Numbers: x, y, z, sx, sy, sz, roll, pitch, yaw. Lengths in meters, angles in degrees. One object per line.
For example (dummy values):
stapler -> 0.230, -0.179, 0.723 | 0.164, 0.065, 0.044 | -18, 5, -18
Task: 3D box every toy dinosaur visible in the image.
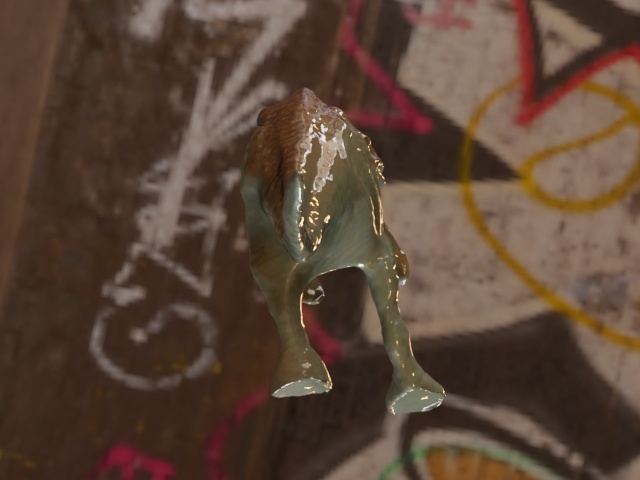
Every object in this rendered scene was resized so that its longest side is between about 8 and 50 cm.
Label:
toy dinosaur -> 0.000, 0.000, 0.969 | 0.393, 0.092, 0.205 | 25, 54, -73
